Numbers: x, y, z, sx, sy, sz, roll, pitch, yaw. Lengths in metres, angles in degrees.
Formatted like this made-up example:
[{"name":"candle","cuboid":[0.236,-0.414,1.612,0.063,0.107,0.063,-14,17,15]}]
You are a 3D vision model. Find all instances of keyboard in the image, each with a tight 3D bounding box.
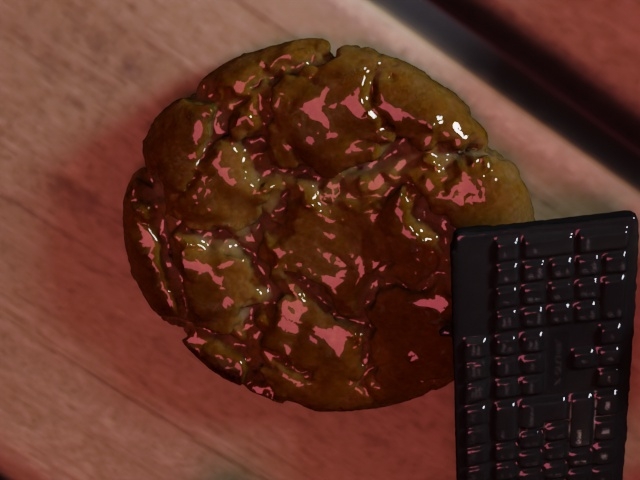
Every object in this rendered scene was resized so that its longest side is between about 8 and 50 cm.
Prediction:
[{"name":"keyboard","cuboid":[0.117,0.124,0.642,0.100,0.018,0.310,-5,120,-1]}]

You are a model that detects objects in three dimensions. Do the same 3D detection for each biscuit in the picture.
[{"name":"biscuit","cuboid":[0.000,0.000,0.622,0.225,0.042,0.226,6,117,11]}]
